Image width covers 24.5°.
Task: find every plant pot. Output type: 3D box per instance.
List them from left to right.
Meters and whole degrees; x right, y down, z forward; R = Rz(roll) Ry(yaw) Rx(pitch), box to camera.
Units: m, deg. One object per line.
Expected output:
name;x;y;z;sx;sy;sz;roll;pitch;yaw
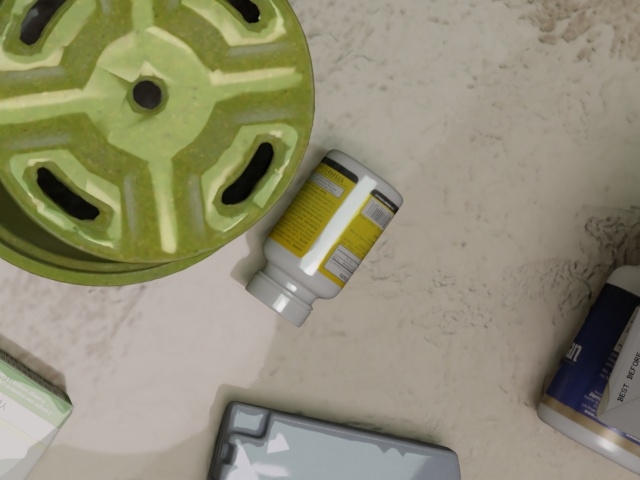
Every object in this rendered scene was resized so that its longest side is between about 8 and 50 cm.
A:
plant pot;-0.116;-0.089;0.890;0.276;0.254;0.276;-2;98;-14

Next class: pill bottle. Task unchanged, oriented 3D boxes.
pill bottle;0.000;0.000;1.025;0.065;0.065;0.116;37;88;-15
pill bottle;0.236;0.077;1.075;0.094;0.094;0.169;29;90;-15

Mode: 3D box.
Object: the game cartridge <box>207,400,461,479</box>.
game cartridge;-0.004;0.279;1.050;0.198;0.062;0.297;15;86;-17

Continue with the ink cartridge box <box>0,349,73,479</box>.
ink cartridge box;-0.301;0.157;0.982;0.171;0.056;0.235;36;87;-15

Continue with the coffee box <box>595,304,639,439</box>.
coffee box;0.328;0.085;1.009;0.297;0.119;0.168;20;93;-52
